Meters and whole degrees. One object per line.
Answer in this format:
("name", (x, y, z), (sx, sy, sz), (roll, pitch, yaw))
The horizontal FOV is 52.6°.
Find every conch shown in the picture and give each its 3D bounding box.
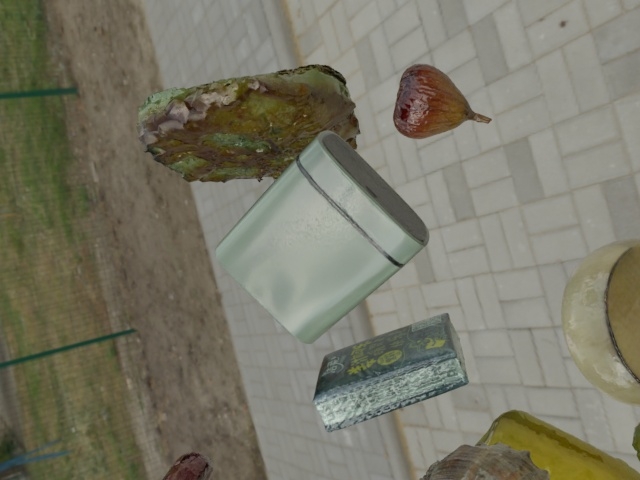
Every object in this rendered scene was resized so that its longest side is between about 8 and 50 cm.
("conch", (0.150, 0.315, 0.676), (0.163, 0.245, 0.178), (112, 143, -47))

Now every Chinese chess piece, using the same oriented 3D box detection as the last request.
("Chinese chess piece", (0.480, 0.120, 0.961), (0.103, 0.249, 0.250), (-30, 75, 67))

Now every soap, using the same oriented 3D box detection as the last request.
("soap", (0.386, 0.466, 1.072), (0.306, 0.427, 0.115), (-54, 7, 11))

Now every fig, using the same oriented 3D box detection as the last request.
("fig", (0.182, -0.209, 1.042), (0.153, 0.119, 0.119), (39, 133, 29))

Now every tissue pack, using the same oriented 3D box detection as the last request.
("tissue pack", (0.121, 0.223, 1.138), (0.185, 0.257, 0.081), (-62, -51, -74))

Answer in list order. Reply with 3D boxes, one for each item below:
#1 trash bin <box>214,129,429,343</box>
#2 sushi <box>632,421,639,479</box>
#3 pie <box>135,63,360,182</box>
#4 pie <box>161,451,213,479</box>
("trash bin", (0.000, 0.000, 0.508), (0.116, 0.059, 0.130), (45, 114, -2))
("sushi", (0.407, 0.168, 0.385), (0.396, 0.351, 0.240), (-28, 72, 34))
("pie", (-0.089, -0.158, 0.919), (0.354, 0.288, 0.103), (41, -141, -75))
("pie", (-0.225, 0.394, 0.906), (0.054, 0.219, 0.204), (32, 130, 6))
